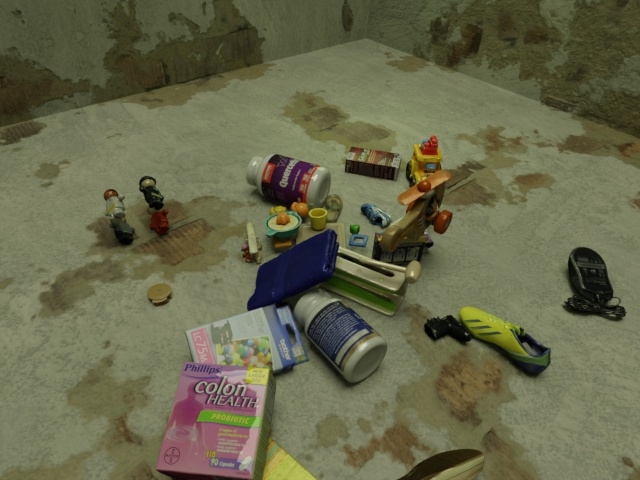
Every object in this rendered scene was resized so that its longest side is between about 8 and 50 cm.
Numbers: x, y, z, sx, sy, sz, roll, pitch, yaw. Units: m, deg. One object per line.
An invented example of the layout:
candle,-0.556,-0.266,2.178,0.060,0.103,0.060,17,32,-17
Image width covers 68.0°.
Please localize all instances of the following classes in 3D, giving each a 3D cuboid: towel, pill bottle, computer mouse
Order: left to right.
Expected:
towel,-0.086,0.553,1.097,0.237,0.021,0.102,30,52,28
pill bottle,-0.132,-0.245,1.929,0.323,0.181,0.181,18,42,17
towel,-0.077,0.102,1.471,0.308,0.076,0.227,-28,29,25
pill bottle,0.049,0.261,1.351,0.153,0.153,0.265,-25,48,-30
computer mouse,0.908,0.144,1.619,0.189,0.072,0.272,9,52,4

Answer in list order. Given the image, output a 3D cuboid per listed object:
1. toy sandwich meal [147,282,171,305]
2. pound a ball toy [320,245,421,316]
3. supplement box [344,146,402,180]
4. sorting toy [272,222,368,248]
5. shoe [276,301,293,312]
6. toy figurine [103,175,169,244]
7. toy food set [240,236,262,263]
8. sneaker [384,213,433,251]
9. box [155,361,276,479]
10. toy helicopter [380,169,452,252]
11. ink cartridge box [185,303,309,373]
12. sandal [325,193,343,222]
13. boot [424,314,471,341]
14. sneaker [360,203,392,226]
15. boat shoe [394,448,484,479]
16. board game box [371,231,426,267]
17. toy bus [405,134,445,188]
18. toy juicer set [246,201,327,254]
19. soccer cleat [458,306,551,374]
toy sandwich meal,-0.514,0.172,1.524,0.086,0.029,0.085,-1,36,0
pound a ball toy,0.165,0.095,1.517,0.319,0.208,0.136,21,43,21
supplement box,0.242,-0.354,2.168,0.240,0.073,0.130,10,41,10
sorting toy,0.000,0.000,1.744,0.348,0.047,0.196,-2,35,1
shoe,-0.167,0.267,1.414,0.219,0.058,0.076,-35,73,-32
toy figurine,-0.664,-0.110,1.711,0.210,0.213,0.148,-20,57,-19
toy food set,-0.249,0.039,1.708,0.078,0.019,0.122,0,47,-3
sneaker,0.383,-0.041,1.789,0.282,0.102,0.161,-38,57,-25
box,-0.231,0.424,1.106,0.214,0.117,0.243,3,56,7
toy helicopter,0.302,-0.084,1.498,0.140,0.235,0.355,29,47,26
ink cartridge box,-0.199,0.294,1.320,0.311,0.065,0.185,-14,67,-22
sandal,0.051,-0.138,1.913,0.072,0.049,0.180,8,40,6
boot,0.381,0.275,1.439,0.099,0.045,0.121,-13,35,-21
sneaker,0.212,-0.100,1.876,0.144,0.053,0.059,29,48,29
boat shoe,0.246,0.562,1.055,0.302,0.109,0.098,-18,83,-23
board game box,0.268,0.032,1.651,0.170,0.141,0.048,-3,40,-8
toy bus,0.467,-0.334,2.053,0.150,0.211,0.220,3,41,-3
toy juicer set,-0.156,-0.076,1.746,0.329,0.089,0.209,-22,38,-24
soccer cleat,0.541,0.269,1.396,0.093,0.121,0.289,-28,48,-31
